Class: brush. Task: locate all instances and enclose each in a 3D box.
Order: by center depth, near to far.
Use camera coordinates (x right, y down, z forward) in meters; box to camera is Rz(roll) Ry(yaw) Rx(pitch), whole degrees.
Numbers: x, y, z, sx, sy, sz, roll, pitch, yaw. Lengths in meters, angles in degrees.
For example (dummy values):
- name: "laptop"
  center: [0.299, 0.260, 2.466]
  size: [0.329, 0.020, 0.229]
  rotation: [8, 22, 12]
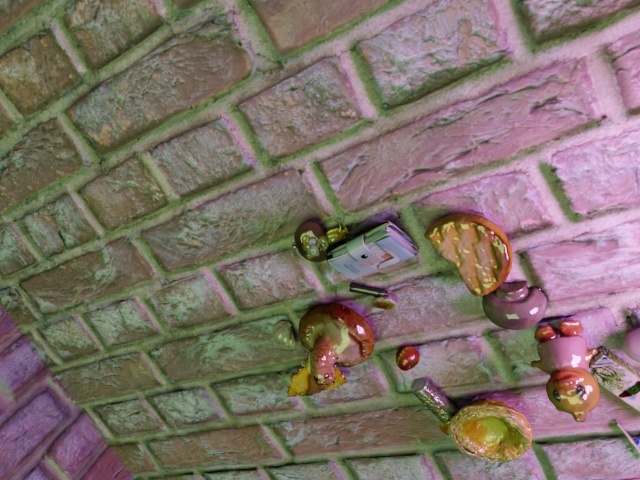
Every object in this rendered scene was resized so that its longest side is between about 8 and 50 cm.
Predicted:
- name: "brush"
  center: [1.013, 0.644, 1.758]
  size: [0.030, 0.033, 0.178]
  rotation: [-35, 101, 27]

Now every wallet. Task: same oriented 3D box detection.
- name: "wallet"
  center: [0.157, 0.037, 1.707]
  size: [0.250, 0.075, 0.176]
  rotation: [-25, 140, 32]

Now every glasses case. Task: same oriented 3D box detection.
- name: "glasses case"
  center: [0.939, 0.441, 1.656]
  size: [0.272, 0.062, 0.095]
  rotation: [34, 125, 0]

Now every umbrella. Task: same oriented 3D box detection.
- name: "umbrella"
  center: [0.161, 0.170, 1.833]
  size: [0.133, 0.031, 0.036]
  rotation: [11, 146, 16]

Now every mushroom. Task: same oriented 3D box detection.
- name: "mushroom"
  center: [0.589, 0.209, 1.644]
  size: [0.188, 0.117, 0.141]
  rotation: [-9, 126, 21]
- name: "mushroom"
  center: [0.052, 0.342, 1.882]
  size: [0.267, 0.254, 0.267]
  rotation: [-1, 103, -2]

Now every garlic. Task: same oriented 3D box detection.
- name: "garlic"
  center: [-0.133, 0.355, 2.028]
  size: [0.113, 0.074, 0.094]
  rotation: [35, 136, 19]

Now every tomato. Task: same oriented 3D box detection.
- name: "tomato"
  center: [0.299, 0.405, 1.881]
  size: [0.075, 0.087, 0.087]
  rotation: [54, 134, 36]

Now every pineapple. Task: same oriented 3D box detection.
- name: "pineapple"
  center: [-0.012, 0.503, 2.062]
  size: [0.250, 0.140, 0.164]
  rotation: [-29, 63, 17]

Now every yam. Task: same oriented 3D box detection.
- name: "yam"
  center: [0.406, 0.568, 1.933]
  size: [0.179, 0.078, 0.078]
  rotation: [46, 124, -3]

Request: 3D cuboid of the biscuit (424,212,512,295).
- name: "biscuit"
  center: [0.454, 0.032, 1.602]
  size: [0.213, 0.091, 0.274]
  rotation: [-26, 104, 34]

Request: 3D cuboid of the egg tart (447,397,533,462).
- name: "egg tart"
  center: [0.586, 0.650, 1.880]
  size: [0.288, 0.118, 0.288]
  rotation: [8, 121, 13]

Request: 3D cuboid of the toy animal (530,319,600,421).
- name: "toy animal"
  center: [0.728, 0.393, 1.598]
  size: [0.195, 0.281, 0.169]
  rotation: [-24, 127, 30]

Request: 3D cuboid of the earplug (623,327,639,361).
- name: "earplug"
  center: [1.003, 0.283, 1.493]
  size: [0.301, 0.172, 0.172]
  rotation: [-9, 114, 33]

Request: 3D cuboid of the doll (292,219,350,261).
- name: "doll"
  center: [-0.002, -0.008, 1.764]
  size: [0.188, 0.096, 0.145]
  rotation: [-33, 110, 23]

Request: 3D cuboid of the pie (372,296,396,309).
- name: "pie"
  center: [0.215, 0.213, 1.823]
  size: [0.084, 0.020, 0.084]
  rotation: [6, 148, 4]

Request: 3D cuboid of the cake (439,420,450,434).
- name: "cake"
  center: [0.475, 0.674, 1.982]
  size: [0.084, 0.044, 0.084]
  rotation: [9, 121, 15]
